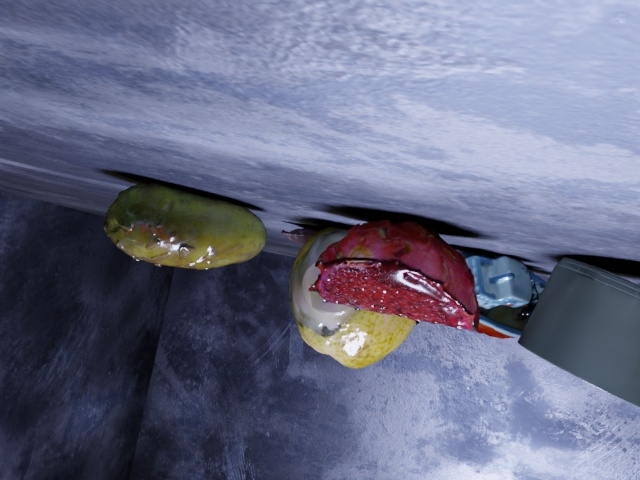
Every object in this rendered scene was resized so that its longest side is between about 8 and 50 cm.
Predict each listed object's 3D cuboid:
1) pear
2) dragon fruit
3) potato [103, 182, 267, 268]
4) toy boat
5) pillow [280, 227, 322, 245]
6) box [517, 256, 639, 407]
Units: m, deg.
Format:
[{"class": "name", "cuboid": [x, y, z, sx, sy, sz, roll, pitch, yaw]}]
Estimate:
[{"class": "pear", "cuboid": [0.063, 0.104, 1.273, 0.271, 0.271, 0.271, 11, 176, 1]}, {"class": "dragon fruit", "cuboid": [0.109, 0.037, 0.998, 0.261, 0.163, 0.189, 6, -152, 23]}, {"class": "potato", "cuboid": [-0.230, -0.015, 1.183, 0.298, 0.141, 0.176, 14, -176, -31]}, {"class": "toy boat", "cuboid": [0.357, 0.103, 1.257, 0.331, 0.145, 0.133, 18, 149, -40]}, {"class": "pillow", "cuboid": [0.000, 0.000, 1.445, 0.118, 0.043, 0.185, 7, 175, 28]}, {"class": "box", "cuboid": [0.432, 0.139, 1.003, 0.226, 0.149, 0.226, 26, -177, -1]}]
